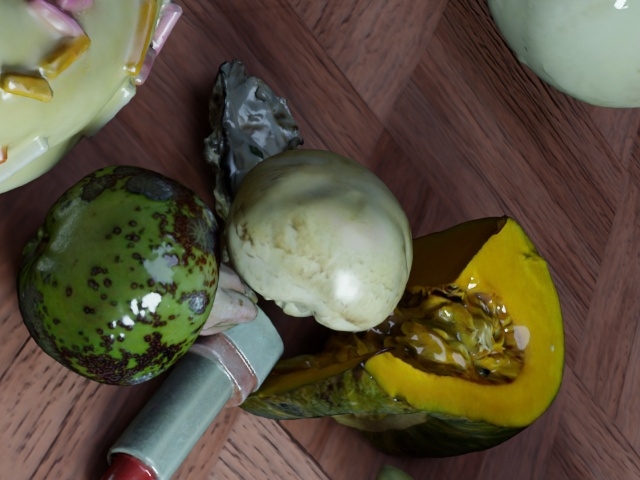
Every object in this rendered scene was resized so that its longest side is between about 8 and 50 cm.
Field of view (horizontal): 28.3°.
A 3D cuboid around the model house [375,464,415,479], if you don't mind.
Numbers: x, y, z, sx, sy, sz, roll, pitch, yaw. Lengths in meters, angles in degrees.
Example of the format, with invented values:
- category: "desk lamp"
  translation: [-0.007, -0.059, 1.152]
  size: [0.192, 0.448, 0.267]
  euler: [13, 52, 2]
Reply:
- category: "model house"
  translation: [0.137, 0.297, 0.891]
  size: [0.194, 0.267, 0.325]
  euler: [-9, 69, -57]

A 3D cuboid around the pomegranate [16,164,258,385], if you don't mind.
- category: "pomegranate"
  translation: [-0.116, 0.022, 0.801]
  size: [0.138, 0.125, 0.163]
  euler: [-65, 162, 8]

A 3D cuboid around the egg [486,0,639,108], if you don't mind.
- category: "egg"
  translation: [0.298, -0.315, 1.324]
  size: [0.283, 0.283, 0.345]
  euler: [10, 54, -47]

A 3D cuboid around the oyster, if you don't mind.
- category: "oyster"
  translation: [-0.059, -0.065, 0.966]
  size: [0.108, 0.053, 0.166]
  euler: [55, 29, -46]

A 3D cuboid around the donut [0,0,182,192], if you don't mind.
- category: "donut"
  translation: [-0.244, -0.184, 0.720]
  size: [0.371, 0.150, 0.307]
  euler: [37, 49, -35]

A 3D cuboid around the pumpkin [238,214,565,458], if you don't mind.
- category: "pumpkin"
  translation: [0.071, 0.063, 0.991]
  size: [0.280, 0.139, 0.190]
  euler: [23, 61, -46]

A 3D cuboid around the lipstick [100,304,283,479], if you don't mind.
- category: "lipstick"
  translation: [-0.097, 0.116, 0.840]
  size: [0.063, 0.057, 0.186]
  euler: [57, 45, -19]

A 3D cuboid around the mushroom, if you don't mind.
- category: "mushroom"
  translation: [0.000, 0.000, 0.888]
  size: [0.148, 0.112, 0.148]
  euler: [19, 26, -10]
